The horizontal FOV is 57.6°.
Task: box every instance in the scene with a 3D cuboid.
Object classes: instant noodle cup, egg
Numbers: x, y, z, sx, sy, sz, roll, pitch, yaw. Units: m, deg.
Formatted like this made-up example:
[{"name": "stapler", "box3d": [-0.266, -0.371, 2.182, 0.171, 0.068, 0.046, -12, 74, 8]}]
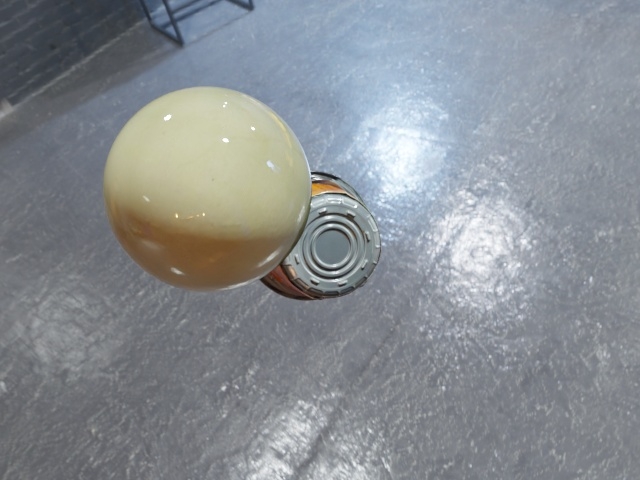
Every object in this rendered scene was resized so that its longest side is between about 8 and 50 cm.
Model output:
[{"name": "instant noodle cup", "box3d": [0.000, 0.000, 0.733, 0.208, 0.177, 0.125, 14, 2, -16]}, {"name": "egg", "box3d": [-0.104, -0.044, 0.546, 0.186, 0.186, 0.242, -30, 4, -13]}]
